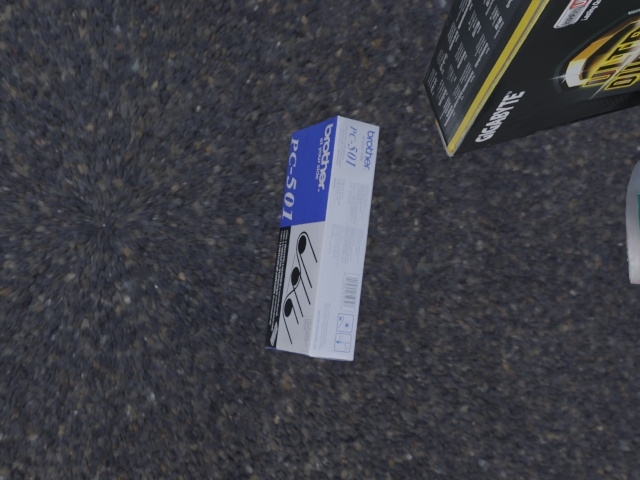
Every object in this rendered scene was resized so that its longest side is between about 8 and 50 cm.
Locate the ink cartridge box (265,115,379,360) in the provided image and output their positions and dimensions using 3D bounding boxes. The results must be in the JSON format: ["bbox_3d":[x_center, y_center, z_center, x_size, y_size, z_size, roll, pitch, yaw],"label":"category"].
[{"bbox_3d":[0.000,0.000,0.724,0.046,0.097,0.207,10,83,-26],"label":"ink cartridge box"}]

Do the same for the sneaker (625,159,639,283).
[{"bbox_3d":[0.385,-0.040,0.781,0.302,0.121,0.108,-32,117,-47],"label":"sneaker"}]

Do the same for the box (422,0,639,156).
[{"bbox_3d":[0.219,-0.164,0.511,0.257,0.322,0.079,-17,80,-6],"label":"box"}]
